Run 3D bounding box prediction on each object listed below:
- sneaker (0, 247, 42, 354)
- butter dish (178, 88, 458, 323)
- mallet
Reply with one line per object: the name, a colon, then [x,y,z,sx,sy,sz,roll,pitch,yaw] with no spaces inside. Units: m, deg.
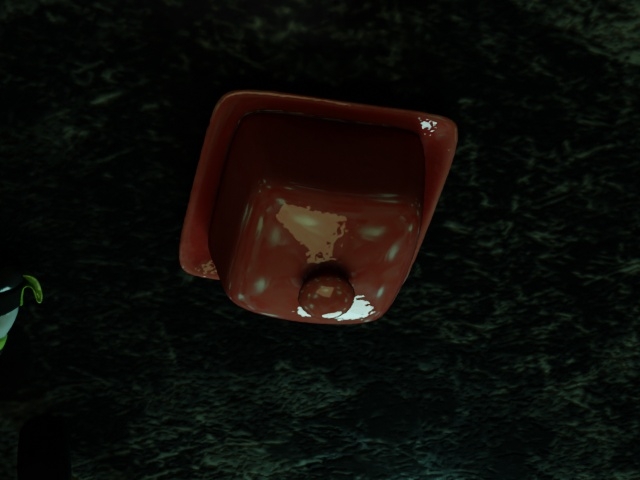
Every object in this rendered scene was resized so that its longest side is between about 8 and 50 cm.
sneaker: [-0.291,0.003,1.036,0.234,0.084,0.097,24,101,-26]
butter dish: [0.000,0.000,1.022,0.160,0.118,0.160,7,130,-13]
mallet: [-0.163,0.193,1.237,0.039,0.062,0.189,-27,144,19]
